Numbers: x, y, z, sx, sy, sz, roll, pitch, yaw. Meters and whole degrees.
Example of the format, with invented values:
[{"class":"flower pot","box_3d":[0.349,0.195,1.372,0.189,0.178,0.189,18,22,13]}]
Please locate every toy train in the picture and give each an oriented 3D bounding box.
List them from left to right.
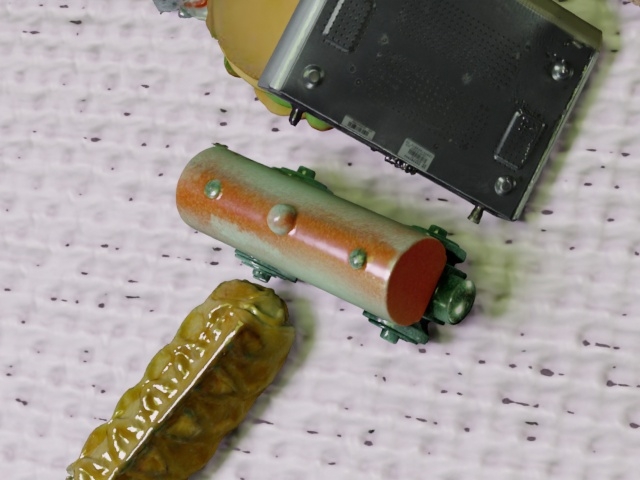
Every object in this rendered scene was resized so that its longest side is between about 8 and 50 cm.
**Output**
[{"class":"toy train","box_3d":[0.000,0.000,1.553,0.285,0.177,0.116,26,89,30]}]

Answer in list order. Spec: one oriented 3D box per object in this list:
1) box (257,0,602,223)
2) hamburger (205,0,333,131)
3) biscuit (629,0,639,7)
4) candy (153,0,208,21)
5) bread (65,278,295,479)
[{"class":"box","box_3d":[0.100,-0.150,1.505,0.211,0.270,0.045,-62,24,-2]},{"class":"hamburger","box_3d":[0.014,-0.206,1.623,0.237,0.149,0.237,-10,64,21]},{"class":"biscuit","box_3d":[0.300,-0.234,1.524,0.168,0.070,0.082,30,95,29]},{"class":"candy","box_3d":[-0.169,-0.321,1.803,0.086,0.059,0.292,-34,63,12]},{"class":"bread","box_3d":[-0.126,0.150,1.628,0.269,0.087,0.098,-51,59,7]}]
